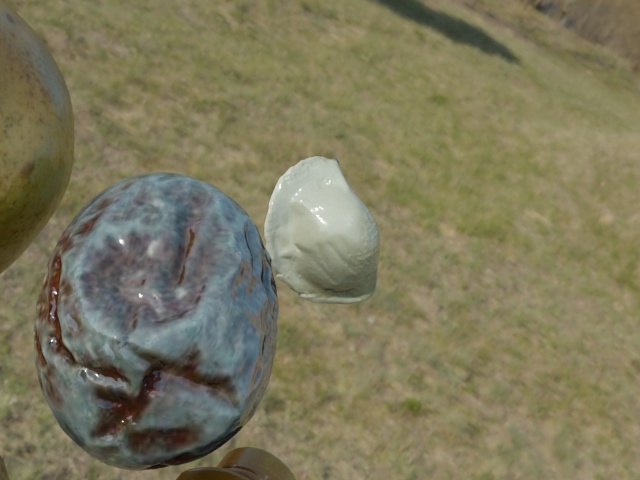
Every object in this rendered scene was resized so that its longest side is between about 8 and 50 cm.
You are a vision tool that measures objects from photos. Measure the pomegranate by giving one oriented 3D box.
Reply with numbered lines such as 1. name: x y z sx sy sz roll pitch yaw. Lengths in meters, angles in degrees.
1. pomegranate: -0.465 -0.098 1.071 0.416 0.417 0.417 27 20 -11

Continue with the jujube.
1. jujube: -0.164 0.085 1.031 0.246 0.215 0.308 14 46 0

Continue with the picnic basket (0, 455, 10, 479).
1. picnic basket: -0.547 0.304 1.199 0.337 0.337 0.293 38 8 19

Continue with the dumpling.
1. dumpling: 0.001 0.004 1.490 0.166 0.216 0.126 -24 43 -12

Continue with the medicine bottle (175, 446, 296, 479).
1. medicine bottle: -0.109 0.321 1.051 0.112 0.149 0.222 10 30 20
